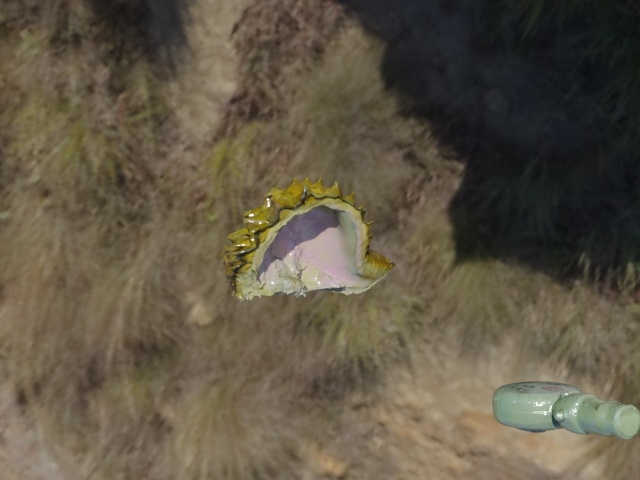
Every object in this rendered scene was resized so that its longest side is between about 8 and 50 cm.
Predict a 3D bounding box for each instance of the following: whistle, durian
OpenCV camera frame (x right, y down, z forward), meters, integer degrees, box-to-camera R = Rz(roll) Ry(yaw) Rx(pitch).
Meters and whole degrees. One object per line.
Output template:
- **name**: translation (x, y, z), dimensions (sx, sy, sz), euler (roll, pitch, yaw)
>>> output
- **whistle**: translation (0.319, 0.227, 1.675), dimensions (0.258, 0.126, 0.067), euler (-1, 92, 60)
- **durian**: translation (-0.010, 0.000, 1.263), dimensions (0.078, 0.224, 0.140), euler (37, 104, 40)
